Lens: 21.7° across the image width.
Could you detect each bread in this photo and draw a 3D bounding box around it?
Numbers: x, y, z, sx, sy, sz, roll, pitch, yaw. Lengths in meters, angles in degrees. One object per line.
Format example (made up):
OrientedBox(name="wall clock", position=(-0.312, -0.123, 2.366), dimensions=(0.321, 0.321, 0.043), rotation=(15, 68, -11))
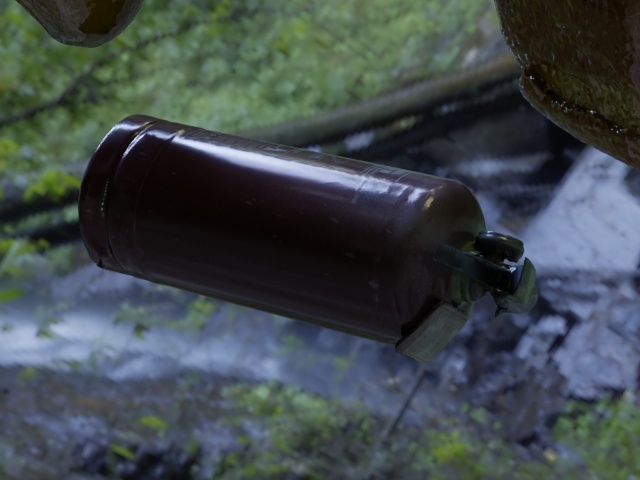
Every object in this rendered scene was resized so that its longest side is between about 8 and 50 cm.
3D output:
OrientedBox(name="bread", position=(0.214, -0.135, 1.034), dimensions=(0.156, 0.204, 0.288), rotation=(-30, 26, -9))

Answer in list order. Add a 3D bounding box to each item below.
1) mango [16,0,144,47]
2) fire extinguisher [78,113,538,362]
OrientedBox(name="mango", position=(-0.149, -0.189, 0.909), dimensions=(0.115, 0.165, 0.089), rotation=(-51, 21, -6))
OrientedBox(name="fire extinguisher", position=(0.000, 0.000, 0.887), dimensions=(0.269, 0.105, 0.105), rotation=(14, 71, 29))
